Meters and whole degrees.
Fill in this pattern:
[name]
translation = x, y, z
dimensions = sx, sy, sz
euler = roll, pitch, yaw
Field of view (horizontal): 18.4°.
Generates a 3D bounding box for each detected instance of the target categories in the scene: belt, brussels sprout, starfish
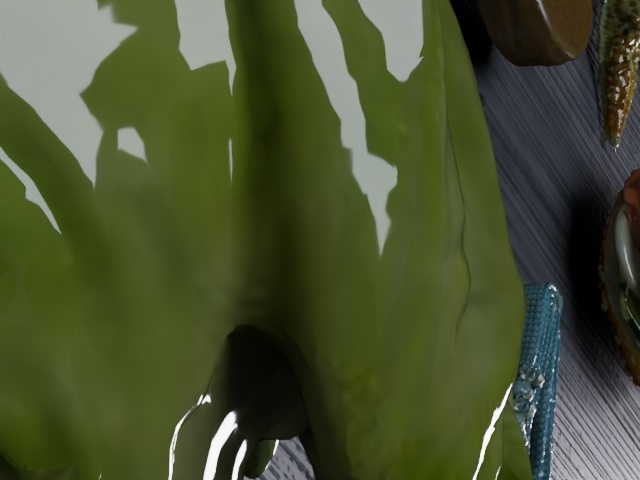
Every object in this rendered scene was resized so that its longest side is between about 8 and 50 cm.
[belt]
translation = 0.123, 0.092, 1.307
dimensions = 0.100, 0.065, 0.179
euler = 62, 29, -43
[brussels sprout]
translation = -0.137, -0.076, 0.573
dimensions = 0.425, 0.342, 0.361
euler = 2, 91, -37
[starfish]
translation = 0.245, -0.246, 1.654
dimensions = 0.358, 0.078, 0.347
euler = 3, 79, -61

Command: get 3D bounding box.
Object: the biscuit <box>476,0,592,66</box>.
[biscuit]
translation = 0.065, -0.299, 1.353
dimensions = 0.394, 0.076, 0.368
euler = -2, 81, -58

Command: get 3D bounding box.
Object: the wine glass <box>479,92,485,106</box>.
[wine glass]
translation = 0.004, -0.144, 1.144
dimensions = 0.222, 0.103, 0.103
euler = 59, 33, -19

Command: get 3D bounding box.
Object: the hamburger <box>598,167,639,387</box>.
[hamburger]
translation = 0.302, 0.035, 1.562
dimensions = 0.237, 0.147, 0.237
euler = -3, 90, -70
